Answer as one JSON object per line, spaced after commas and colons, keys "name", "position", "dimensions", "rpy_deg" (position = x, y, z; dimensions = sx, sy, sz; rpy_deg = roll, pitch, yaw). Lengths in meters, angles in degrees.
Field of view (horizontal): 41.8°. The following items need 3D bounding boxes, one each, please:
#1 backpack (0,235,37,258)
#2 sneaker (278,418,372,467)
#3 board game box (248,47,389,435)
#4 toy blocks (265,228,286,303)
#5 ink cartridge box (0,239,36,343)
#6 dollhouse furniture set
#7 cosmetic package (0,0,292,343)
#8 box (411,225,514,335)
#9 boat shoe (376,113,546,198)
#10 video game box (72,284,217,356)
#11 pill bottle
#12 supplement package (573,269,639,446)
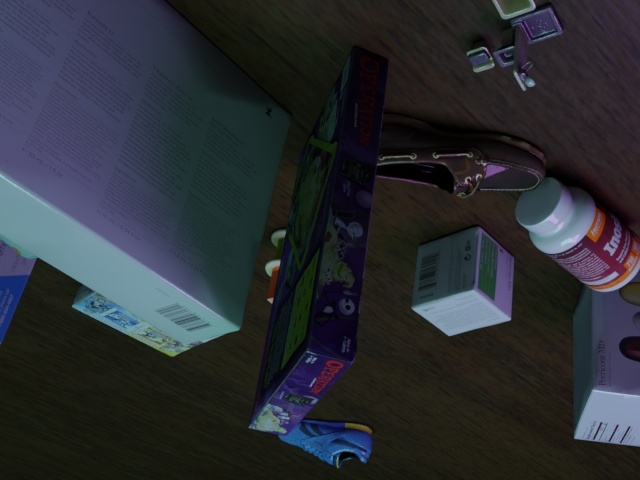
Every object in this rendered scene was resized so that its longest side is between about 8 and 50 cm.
{"name": "backpack", "position": [-0.317, -0.079, 0.972], "dimensions": [0.165, 0.188, 0.144], "rpy_deg": [-15, 138, 36]}
{"name": "sneaker", "position": [0.003, 0.415, 1.708], "dimensions": [0.209, 0.082, 0.069], "rpy_deg": [-1, 147, 21]}
{"name": "board game box", "position": [0.000, 0.000, 0.849], "dimensions": [0.056, 0.347, 0.208], "rpy_deg": [18, 147, -14]}
{"name": "toy blocks", "position": [-0.089, 0.054, 1.136], "dimensions": [0.123, 0.148, 0.054], "rpy_deg": [7, 147, 8]}
{"name": "ink cartridge box", "position": [-0.561, 0.007, 1.143], "dimensions": [0.307, 0.223, 0.129], "rpy_deg": [30, 143, -25]}
{"name": "dollhouse furniture set", "position": [0.157, -0.189, 0.759], "dimensions": [0.091, 0.081, 0.114], "rpy_deg": [-13, 140, 32]}
{"name": "cosmetic package", "position": [-0.204, -0.113, 0.802], "dimensions": [0.097, 0.284, 0.377], "rpy_deg": [-18, 136, 39]}
{"name": "box", "position": [0.187, 0.055, 1.095], "dimensions": [0.102, 0.101, 0.087], "rpy_deg": [-20, 136, 39]}
{"name": "boat shoe", "position": [0.148, -0.081, 0.934], "dimensions": [0.207, 0.073, 0.073], "rpy_deg": [10, 146, 0]}
{"name": "video game box", "position": [-0.271, 0.112, 1.371], "dimensions": [0.205, 0.048, 0.187], "rpy_deg": [33, 139, -29]}
{"name": "pill bottle", "position": [0.301, -0.008, 0.980], "dimensions": [0.152, 0.086, 0.086], "rpy_deg": [32, 142, -29]}
{"name": "supplement package", "position": [0.439, 0.150, 1.076], "dimensions": [0.203, 0.194, 0.149], "rpy_deg": [5, 145, 10]}
